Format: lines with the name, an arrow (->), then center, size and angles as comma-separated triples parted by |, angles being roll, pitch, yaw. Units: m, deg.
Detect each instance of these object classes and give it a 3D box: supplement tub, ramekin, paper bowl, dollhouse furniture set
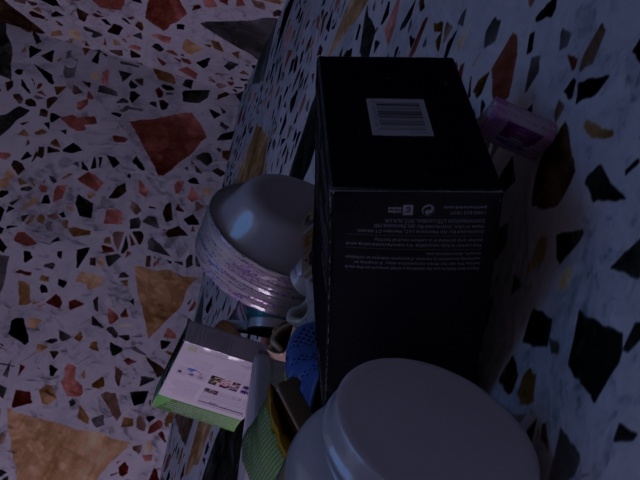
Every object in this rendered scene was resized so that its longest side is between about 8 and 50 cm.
supplement tub -> 0.053, 0.306, 1.026 | 0.241, 0.241, 0.331 | -95, 24, -57
ramekin -> -0.059, 0.321, 1.660 | 0.273, 0.127, 0.272 | -173, 90, -84
paper bowl -> -0.062, -0.007, 1.791 | 0.284, 0.284, 0.148 | -95, 26, -58
dollhouse furniture set -> -0.057, 0.353, 1.330 | 0.301, 0.151, 0.197 | 60, 142, 24

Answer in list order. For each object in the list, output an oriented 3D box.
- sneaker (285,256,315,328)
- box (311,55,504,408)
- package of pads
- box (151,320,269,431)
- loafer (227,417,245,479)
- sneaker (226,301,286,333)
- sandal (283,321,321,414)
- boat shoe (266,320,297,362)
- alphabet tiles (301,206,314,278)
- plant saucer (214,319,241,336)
sneaker -> 0.041, 0.041, 1.586 | 0.114, 0.152, 0.305 | -81, 13, -60
box -> 0.084, -0.011, 1.228 | 0.343, 0.179, 0.312 | -94, 6, -57
package of pads -> 0.221, -0.128, 1.179 | 0.050, 0.083, 0.032 | 129, 158, -53
box -> -0.209, 0.296, 2.170 | 0.322, 0.232, 0.058 | 122, 164, -50
loafer -> -0.131, 0.445, 2.053 | 0.078, 0.080, 0.220 | -23, 43, 31
sneaker -> -0.134, 0.120, 2.295 | 0.295, 0.124, 0.178 | 162, 119, -68
sandal -> 0.017, 0.225, 1.482 | 0.317, 0.126, 0.138 | -107, 13, -49
boat shoe -> -0.049, 0.188, 1.915 | 0.302, 0.098, 0.109 | 125, 157, -56
alphabet tiles -> 0.090, -0.094, 1.548 | 0.342, 0.011, 0.285 | -42, 25, 23
plant saucer -> -0.193, 0.275, 2.308 | 0.200, 0.037, 0.199 | 48, 151, 38
